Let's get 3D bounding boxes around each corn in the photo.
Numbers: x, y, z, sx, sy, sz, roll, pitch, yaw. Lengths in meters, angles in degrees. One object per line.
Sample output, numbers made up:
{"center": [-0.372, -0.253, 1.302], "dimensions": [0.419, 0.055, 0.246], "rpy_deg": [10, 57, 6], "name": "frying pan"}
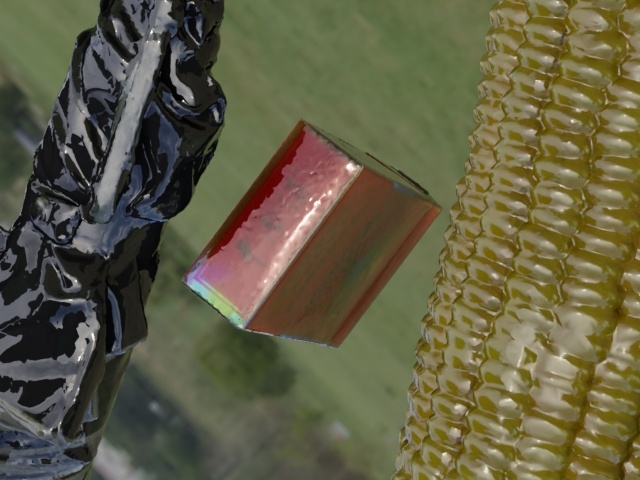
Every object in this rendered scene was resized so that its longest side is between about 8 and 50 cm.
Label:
{"center": [0.108, 0.001, 0.775], "dimensions": [0.131, 0.344, 0.131], "rpy_deg": [14, -173, -2], "name": "corn"}

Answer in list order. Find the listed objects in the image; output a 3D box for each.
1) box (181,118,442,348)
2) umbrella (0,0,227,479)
{"center": [-0.001, -0.001, 1.115], "dimensions": [0.048, 0.112, 0.175], "rpy_deg": [38, -175, 18], "name": "box"}
{"center": [-0.128, -0.004, 1.031], "dimensions": [0.113, 0.357, 0.106], "rpy_deg": [28, -158, 14], "name": "umbrella"}
